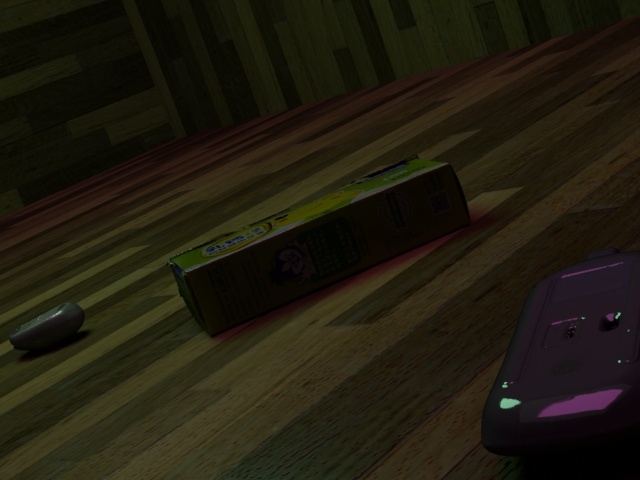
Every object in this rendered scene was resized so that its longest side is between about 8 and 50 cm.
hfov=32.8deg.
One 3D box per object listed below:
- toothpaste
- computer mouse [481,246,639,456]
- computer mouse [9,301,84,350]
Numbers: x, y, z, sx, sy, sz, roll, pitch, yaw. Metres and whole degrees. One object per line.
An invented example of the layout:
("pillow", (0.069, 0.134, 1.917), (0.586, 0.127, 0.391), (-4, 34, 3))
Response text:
("toothpaste", (0.000, 0.000, 1.203), (0.327, 0.077, 0.110), (-23, 14, -13))
("computer mouse", (0.168, 0.070, 0.669), (0.120, 0.057, 0.232), (-15, 16, 24))
("computer mouse", (-0.335, 0.112, 1.347), (0.096, 0.039, 0.066), (-28, 11, 2))
